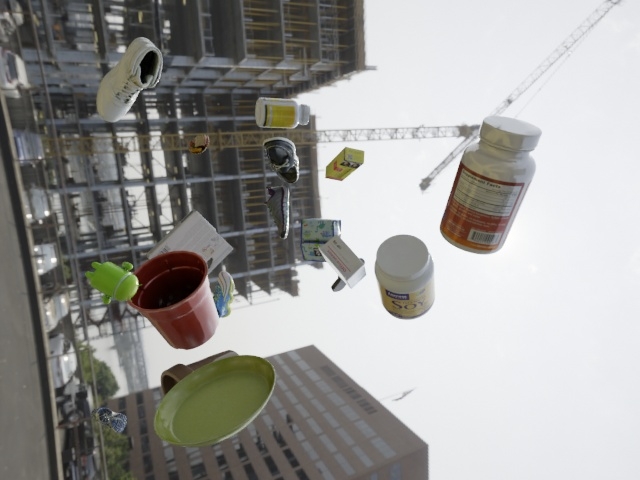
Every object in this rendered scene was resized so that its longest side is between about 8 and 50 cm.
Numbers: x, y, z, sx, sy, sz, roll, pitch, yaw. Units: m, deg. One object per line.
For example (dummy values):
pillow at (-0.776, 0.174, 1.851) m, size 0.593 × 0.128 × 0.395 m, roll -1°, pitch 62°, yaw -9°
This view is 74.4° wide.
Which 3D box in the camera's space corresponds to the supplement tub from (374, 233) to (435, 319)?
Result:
supplement tub at (0.351, 0.154, 1.744) m, size 0.241 × 0.240 × 0.331 m, roll 58°, pitch -7°, yaw 40°

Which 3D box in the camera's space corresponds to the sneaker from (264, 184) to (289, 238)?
sneaker at (-0.174, -0.111, 1.664) m, size 0.083 × 0.098 × 0.224 m, roll 93°, pitch -4°, yaw -68°

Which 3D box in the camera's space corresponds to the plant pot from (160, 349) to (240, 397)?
plant pot at (-0.353, 0.479, 1.380) m, size 0.263 × 0.229 × 0.263 m, roll 24°, pitch -52°, yaw 35°

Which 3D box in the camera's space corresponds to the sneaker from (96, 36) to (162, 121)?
sneaker at (-0.595, -0.485, 1.305) m, size 0.293 × 0.108 × 0.169 m, roll -57°, pitch -137°, yaw 10°

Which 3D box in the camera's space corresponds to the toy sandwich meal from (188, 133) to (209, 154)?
toy sandwich meal at (-0.437, -0.346, 1.505) m, size 0.086 × 0.085 × 0.029 m, roll 68°, pitch 9°, yaw 25°

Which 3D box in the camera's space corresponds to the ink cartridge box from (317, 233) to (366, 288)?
ink cartridge box at (0.058, 0.052, 1.049) m, size 0.104 × 0.060 × 0.180 m, roll 48°, pitch -4°, yaw 16°

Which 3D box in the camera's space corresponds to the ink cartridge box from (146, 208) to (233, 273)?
ink cartridge box at (-0.553, 0.046, 1.803) m, size 0.239 × 0.275 × 0.060 m, roll 50°, pitch -14°, yaw -30°

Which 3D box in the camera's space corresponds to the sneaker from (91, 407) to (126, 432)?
sneaker at (-0.666, 0.560, 1.327) m, size 0.052 × 0.057 × 0.135 m, roll -70°, pitch 150°, yaw -41°

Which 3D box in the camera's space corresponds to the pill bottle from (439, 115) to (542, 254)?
pill bottle at (0.290, -0.093, 0.723) m, size 0.121 × 0.121 × 0.216 m, roll 52°, pitch -38°, yaw 46°

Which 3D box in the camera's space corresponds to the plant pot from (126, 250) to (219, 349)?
plant pot at (-0.485, 0.223, 1.459) m, size 0.272 × 0.272 × 0.265 m, roll 52°, pitch -21°, yaw 46°

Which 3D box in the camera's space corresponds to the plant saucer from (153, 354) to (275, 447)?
plant saucer at (-0.197, 0.311, 0.817) m, size 0.241 × 0.240 × 0.037 m, roll 24°, pitch -47°, yaw 61°

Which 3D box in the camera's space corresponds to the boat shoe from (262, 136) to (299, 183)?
boat shoe at (-0.139, -0.303, 1.616) m, size 0.302 × 0.114 × 0.091 m, roll 33°, pitch 50°, yaw -73°

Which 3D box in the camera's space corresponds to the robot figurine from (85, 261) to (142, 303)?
robot figurine at (-0.462, 0.092, 0.944) m, size 0.101 × 0.115 × 0.067 m, roll -62°, pitch 180°, yaw -15°

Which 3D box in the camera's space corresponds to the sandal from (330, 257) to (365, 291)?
sandal at (0.125, 0.165, 2.102) m, size 0.254 × 0.097 × 0.055 m, roll -50°, pitch -127°, yaw 34°

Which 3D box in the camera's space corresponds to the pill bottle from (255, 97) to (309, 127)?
pill bottle at (-0.139, -0.463, 1.537) m, size 0.103 × 0.184 × 0.103 m, roll 176°, pitch -90°, yaw -68°

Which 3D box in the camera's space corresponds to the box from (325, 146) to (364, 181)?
box at (0.095, -0.308, 1.723) m, size 0.232 × 0.087 × 0.058 m, roll 155°, pitch -58°, yaw -68°

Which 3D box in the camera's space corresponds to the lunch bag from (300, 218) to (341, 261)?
lunch bag at (0.000, 0.000, 1.469) m, size 0.128 × 0.096 × 0.152 m, roll 4°, pitch -84°, yaw 22°

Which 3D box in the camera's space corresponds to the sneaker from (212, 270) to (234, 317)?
sneaker at (-0.487, 0.277, 2.067) m, size 0.091 × 0.126 × 0.240 m, roll 4°, pitch -75°, yaw 19°
